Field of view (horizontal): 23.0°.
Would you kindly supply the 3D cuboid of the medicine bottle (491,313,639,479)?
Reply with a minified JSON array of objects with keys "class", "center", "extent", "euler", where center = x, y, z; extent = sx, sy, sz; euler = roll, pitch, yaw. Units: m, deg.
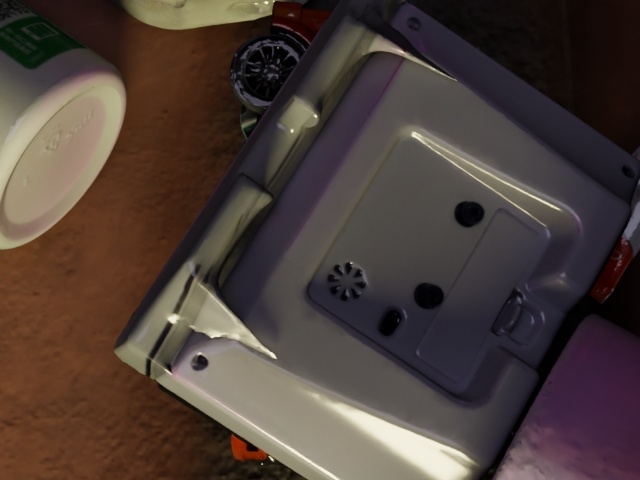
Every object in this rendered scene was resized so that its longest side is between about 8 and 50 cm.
[{"class":"medicine bottle","center":[0.229,0.199,0.768],"extent":[0.325,0.212,0.212],"euler":[29,86,13]}]

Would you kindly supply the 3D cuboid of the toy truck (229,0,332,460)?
[{"class":"toy truck","center":[0.000,0.000,0.895],"extent":[0.114,0.107,0.253],"euler":[4,78,0]}]

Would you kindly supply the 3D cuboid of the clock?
[{"class":"clock","center":[0.038,0.004,0.802],"extent":[0.186,0.083,0.253],"euler":[33,72,-6]}]

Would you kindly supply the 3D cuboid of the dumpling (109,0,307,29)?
[{"class":"dumpling","center":[-0.087,-0.208,0.963],"extent":[0.176,0.092,0.150],"euler":[5,67,16]}]

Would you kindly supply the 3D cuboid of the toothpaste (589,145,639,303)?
[{"class":"toothpaste","center":[0.205,-0.051,0.912],"extent":[0.048,0.031,0.190],"euler":[40,91,11]}]

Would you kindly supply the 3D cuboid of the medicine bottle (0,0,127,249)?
[{"class":"medicine bottle","center":[-0.259,-0.120,0.948],"extent":[0.274,0.133,0.133],"euler":[35,87,12]}]
